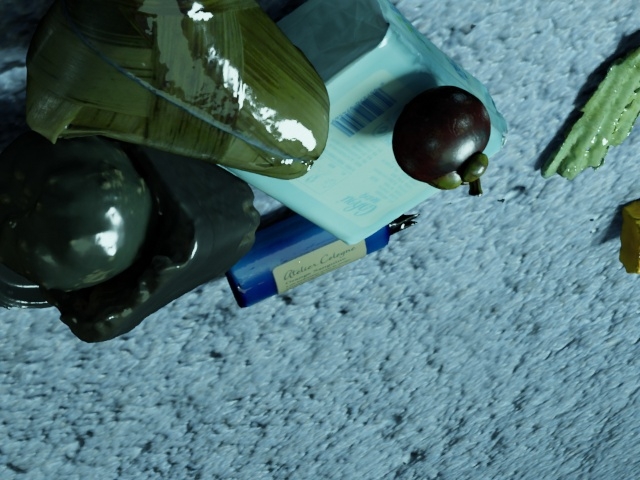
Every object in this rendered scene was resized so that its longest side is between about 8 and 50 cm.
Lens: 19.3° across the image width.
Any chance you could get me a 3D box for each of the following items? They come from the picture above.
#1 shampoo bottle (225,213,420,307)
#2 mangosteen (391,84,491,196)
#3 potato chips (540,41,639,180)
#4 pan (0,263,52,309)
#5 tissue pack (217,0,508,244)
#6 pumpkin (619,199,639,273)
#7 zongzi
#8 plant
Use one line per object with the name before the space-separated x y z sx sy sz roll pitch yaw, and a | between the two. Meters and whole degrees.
shampoo bottle | 0.000 0.000 1.708 0.183 0.050 0.087 -24 150 -6
mangosteen | 0.095 -0.079 1.439 0.081 0.081 0.081 -21 153 -11
potato chips | 0.279 -0.123 1.765 0.092 0.028 0.207 -9 146 -29
pan | -0.255 0.036 1.569 0.235 0.028 0.136 -31 152 1
tissue pack | 0.025 -0.101 1.517 0.177 0.089 0.263 -34 155 14
pumpkin | 0.354 -0.011 2.004 0.074 0.054 0.083 -20 131 -19
zongzi | -0.065 -0.155 1.279 0.221 0.112 0.242 14 133 -24
plant | -0.155 -0.018 1.426 0.142 0.164 0.256 -38 159 22
